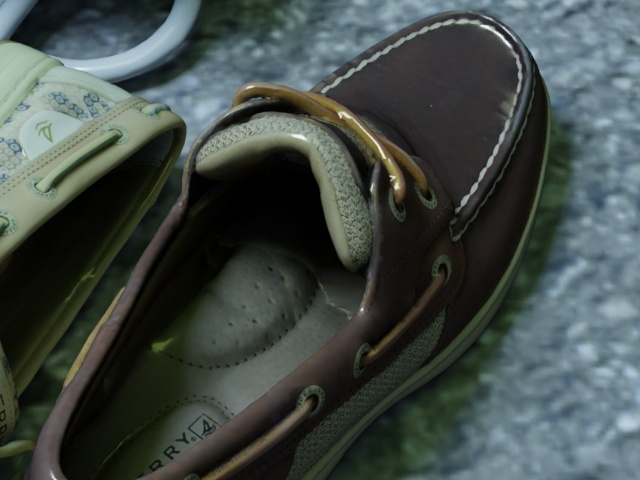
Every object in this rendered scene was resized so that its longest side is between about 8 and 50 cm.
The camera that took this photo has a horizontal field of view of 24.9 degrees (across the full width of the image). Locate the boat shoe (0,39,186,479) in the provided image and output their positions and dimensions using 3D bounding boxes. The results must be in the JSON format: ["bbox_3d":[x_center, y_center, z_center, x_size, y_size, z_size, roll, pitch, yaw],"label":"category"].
[{"bbox_3d":[-0.133,0.028,0.556,0.089,0.104,0.285,15,50,4],"label":"boat shoe"}]

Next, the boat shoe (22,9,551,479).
[{"bbox_3d":[0.000,0.000,0.575,0.123,0.123,0.342,30,55,18],"label":"boat shoe"}]

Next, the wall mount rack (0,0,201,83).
[{"bbox_3d":[-0.199,-0.233,0.723,0.350,0.130,0.304,23,63,12],"label":"wall mount rack"}]
